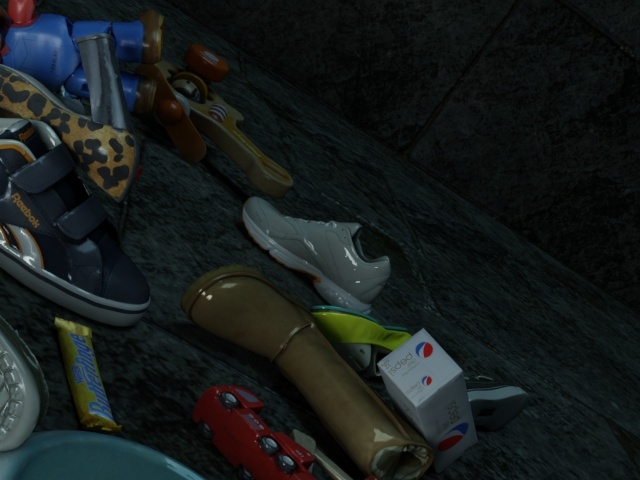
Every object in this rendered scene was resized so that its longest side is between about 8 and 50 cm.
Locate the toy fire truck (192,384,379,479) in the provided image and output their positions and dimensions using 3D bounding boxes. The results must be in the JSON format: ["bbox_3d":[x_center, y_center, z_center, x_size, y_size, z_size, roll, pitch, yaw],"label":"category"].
[{"bbox_3d":[-0.026,0.217,1.025,0.192,0.047,0.135,43,16,26],"label":"toy fire truck"}]

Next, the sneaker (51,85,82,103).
[{"bbox_3d":[-0.380,-0.217,1.540,0.073,0.063,0.162,32,15,-29],"label":"sneaker"}]

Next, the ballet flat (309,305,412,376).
[{"bbox_3d":[0.060,0.143,1.400,0.231,0.077,0.077,22,64,-55],"label":"ballet flat"}]

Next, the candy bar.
[{"bbox_3d":[-0.214,0.123,0.947,0.040,0.018,0.161,26,17,-34],"label":"candy bar"}]

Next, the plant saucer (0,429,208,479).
[{"bbox_3d":[-0.122,0.241,0.745,0.318,0.043,0.317,34,14,-10],"label":"plant saucer"}]

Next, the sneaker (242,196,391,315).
[{"bbox_3d":[0.000,0.000,1.608,0.262,0.121,0.099,39,14,10],"label":"sneaker"}]

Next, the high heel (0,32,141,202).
[{"bbox_3d":[-0.327,-0.106,1.157,0.093,0.261,0.186,15,61,-70],"label":"high heel"}]

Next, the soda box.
[{"bbox_3d":[0.129,0.193,1.220,0.074,0.069,0.216,47,-12,32],"label":"soda box"}]

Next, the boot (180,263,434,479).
[{"bbox_3d":[-0.011,0.152,1.175,0.236,0.089,0.269,20,22,-52],"label":"boot"}]

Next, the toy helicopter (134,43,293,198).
[{"bbox_3d":[-0.187,-0.199,1.785,0.355,0.140,0.235,44,18,17],"label":"toy helicopter"}]

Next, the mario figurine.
[{"bbox_3d":[-0.359,-0.253,1.292,0.321,0.198,0.170,10,-14,-11],"label":"mario figurine"}]

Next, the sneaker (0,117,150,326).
[{"bbox_3d":[-0.294,-0.040,1.066,0.321,0.127,0.126,35,13,-11],"label":"sneaker"}]

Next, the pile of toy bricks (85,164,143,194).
[{"bbox_3d":[-0.305,-0.074,1.234,0.212,0.118,0.105,25,-19,24],"label":"pile of toy bricks"}]

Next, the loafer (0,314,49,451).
[{"bbox_3d":[-0.283,0.068,0.797,0.251,0.094,0.087,37,8,28],"label":"loafer"}]

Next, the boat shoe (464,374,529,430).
[{"bbox_3d":[0.231,0.227,1.514,0.219,0.078,0.070,14,27,-52],"label":"boat shoe"}]
